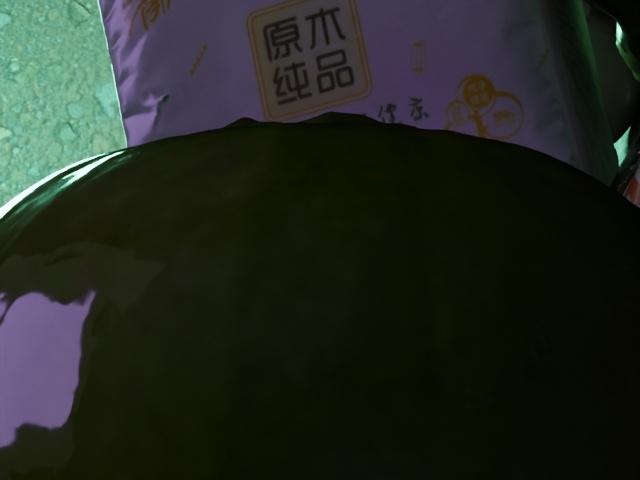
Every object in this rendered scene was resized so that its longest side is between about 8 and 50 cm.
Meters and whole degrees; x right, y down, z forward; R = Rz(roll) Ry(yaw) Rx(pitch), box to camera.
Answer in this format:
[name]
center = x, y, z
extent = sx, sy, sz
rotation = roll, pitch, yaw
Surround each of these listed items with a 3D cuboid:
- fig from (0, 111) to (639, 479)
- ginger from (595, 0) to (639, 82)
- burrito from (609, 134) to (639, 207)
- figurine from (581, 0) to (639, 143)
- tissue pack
[fig]
center = 0.005, 0.114, 0.669
extent = 0.316, 0.316, 0.316
rotation = -161, 90, -89
[ginger]
center = 0.163, -0.145, 0.927
extent = 0.074, 0.137, 0.213
rotation = -30, -8, -4
[burrito]
center = 0.149, -0.001, 0.847
extent = 0.288, 0.054, 0.104
rotation = 111, 177, -57
[figurine]
center = 0.139, -0.105, 1.205
extent = 0.125, 0.138, 0.125
rotation = 59, -163, -30
[tissue pack]
center = 0.019, -0.078, 0.982
extent = 0.124, 0.225, 0.185
rotation = 12, -115, -68
